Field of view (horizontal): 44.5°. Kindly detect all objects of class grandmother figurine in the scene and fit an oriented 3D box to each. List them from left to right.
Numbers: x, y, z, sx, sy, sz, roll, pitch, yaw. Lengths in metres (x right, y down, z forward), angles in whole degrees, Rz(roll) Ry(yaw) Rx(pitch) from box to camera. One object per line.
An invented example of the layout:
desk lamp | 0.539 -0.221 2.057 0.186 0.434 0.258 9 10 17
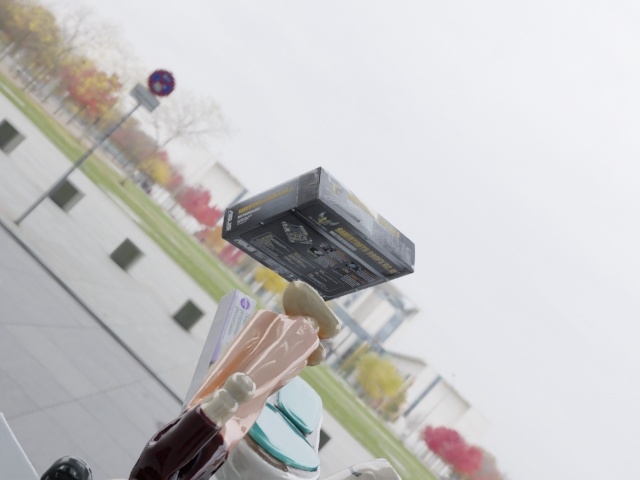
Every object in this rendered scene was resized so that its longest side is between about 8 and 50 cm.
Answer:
grandmother figurine | -0.119 0.190 0.760 0.104 0.342 0.208 32 -41 18

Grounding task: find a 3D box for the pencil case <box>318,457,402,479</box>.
pencil case | -0.022 0.492 1.241 0.160 0.410 0.183 84 -19 -52

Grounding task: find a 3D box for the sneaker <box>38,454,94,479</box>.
sneaker | -0.310 0.342 0.995 0.078 0.234 0.106 17 32 9

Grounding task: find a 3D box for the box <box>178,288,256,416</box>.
box | -0.215 0.253 1.640 0.063 0.324 0.067 35 -42 -24

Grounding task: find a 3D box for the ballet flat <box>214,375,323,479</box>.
ballet flat | -0.072 0.276 1.039 0.139 0.139 0.400 44 3 3

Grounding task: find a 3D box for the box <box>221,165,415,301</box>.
box | 0.000 0.000 1.142 0.183 0.056 0.231 -22 -41 34

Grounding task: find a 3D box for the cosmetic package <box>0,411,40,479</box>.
cosmetic package | -0.652 0.520 1.321 0.329 0.327 0.394 -1 -62 44
